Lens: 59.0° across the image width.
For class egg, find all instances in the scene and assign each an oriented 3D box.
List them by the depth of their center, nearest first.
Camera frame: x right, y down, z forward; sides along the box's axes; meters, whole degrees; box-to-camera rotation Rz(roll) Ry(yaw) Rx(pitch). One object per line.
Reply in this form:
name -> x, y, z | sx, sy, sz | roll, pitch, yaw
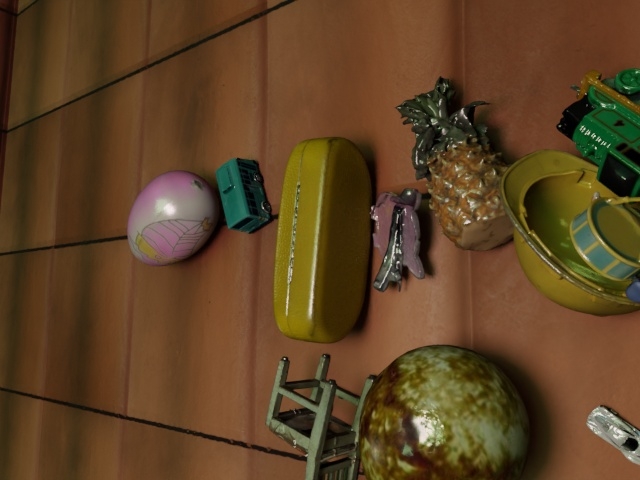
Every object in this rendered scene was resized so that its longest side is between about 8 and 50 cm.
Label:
egg -> 0.169, 0.290, 0.832 | 0.238, 0.238, 0.289 | 48, 123, 34
egg -> -0.356, -0.044, 1.344 | 0.271, 0.196, 0.196 | -46, 58, 19

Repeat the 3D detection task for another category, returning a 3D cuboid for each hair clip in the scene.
hair clip -> 0.130, -0.001, 1.003 | 0.146, 0.056, 0.187 | -163, 76, -63

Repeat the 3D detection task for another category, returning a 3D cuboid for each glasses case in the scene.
glasses case -> 0.000, 0.000, 1.052 | 0.141, 0.173, 0.371 | 0, 81, 39

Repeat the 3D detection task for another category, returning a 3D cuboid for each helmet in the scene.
helmet -> 0.346, 0.013, 0.774 | 0.257, 0.205, 0.140 | 45, 152, 25

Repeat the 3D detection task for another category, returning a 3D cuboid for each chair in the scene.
chair -> -0.012, 0.359, 1.038 | 0.147, 0.136, 0.271 | 14, 94, 41

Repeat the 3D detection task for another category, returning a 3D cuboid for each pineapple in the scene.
pineapple -> 0.226, -0.141, 0.919 | 0.170, 0.141, 0.310 | -43, 52, 35

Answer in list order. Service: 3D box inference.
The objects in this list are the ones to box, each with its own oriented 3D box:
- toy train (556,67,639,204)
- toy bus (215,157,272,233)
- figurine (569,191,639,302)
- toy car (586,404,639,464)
toy train -> 0.406, -0.138, 0.751 | 0.136, 0.091, 0.228 | -34, 57, -10
toy bus -> -0.176, -0.105, 1.269 | 0.079, 0.091, 0.160 | -29, 66, 32
figurine -> 0.400, -0.054, 0.586 | 0.275, 0.158, 0.161 | 119, 144, -46
toy car -> 0.410, 0.266, 0.769 | 0.093, 0.025, 0.041 | 37, 109, 37
